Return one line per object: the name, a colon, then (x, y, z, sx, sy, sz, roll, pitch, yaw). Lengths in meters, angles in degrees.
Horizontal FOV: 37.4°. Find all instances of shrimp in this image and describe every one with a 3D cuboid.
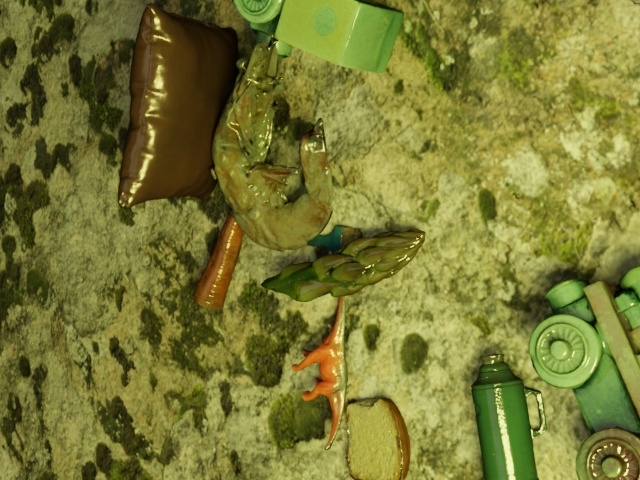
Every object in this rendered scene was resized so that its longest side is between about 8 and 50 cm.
shrimp: (-0.070, -0.137, 1.438, 0.247, 0.085, 0.360, 29, 130, 32)

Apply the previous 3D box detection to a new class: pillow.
pillow: (-0.219, -0.204, 1.506, 0.109, 0.308, 0.305, 11, 98, 16)

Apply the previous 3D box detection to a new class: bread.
bread: (0.085, 0.292, 1.379, 0.126, 0.044, 0.129, -10, 85, 50)

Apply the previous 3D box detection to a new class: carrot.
carrot: (-0.158, 0.005, 1.603, 0.057, 0.057, 0.224, 30, 106, 39)

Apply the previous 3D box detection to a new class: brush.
brush: (0.000, 0.000, 1.479, 0.164, 0.014, 0.051, 6, 92, 43)

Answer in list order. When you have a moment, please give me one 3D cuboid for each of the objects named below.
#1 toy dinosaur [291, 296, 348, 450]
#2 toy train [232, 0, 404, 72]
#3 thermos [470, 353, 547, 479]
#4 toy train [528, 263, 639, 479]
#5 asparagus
toy dinosaur: (0.008, 0.176, 1.446, 0.101, 0.055, 0.279, -16, 77, 32)
toy train: (0.028, -0.436, 1.372, 0.253, 0.160, 0.397, 29, 109, 32)
thermos: (0.239, 0.240, 1.216, 0.083, 0.073, 0.187, -15, 79, 43)
toy train: (0.375, 0.161, 1.057, 0.222, 0.150, 0.304, -31, 67, 27)
asparagus: (0.038, 0.044, 1.395, 0.287, 0.080, 0.080, -25, 72, 30)
